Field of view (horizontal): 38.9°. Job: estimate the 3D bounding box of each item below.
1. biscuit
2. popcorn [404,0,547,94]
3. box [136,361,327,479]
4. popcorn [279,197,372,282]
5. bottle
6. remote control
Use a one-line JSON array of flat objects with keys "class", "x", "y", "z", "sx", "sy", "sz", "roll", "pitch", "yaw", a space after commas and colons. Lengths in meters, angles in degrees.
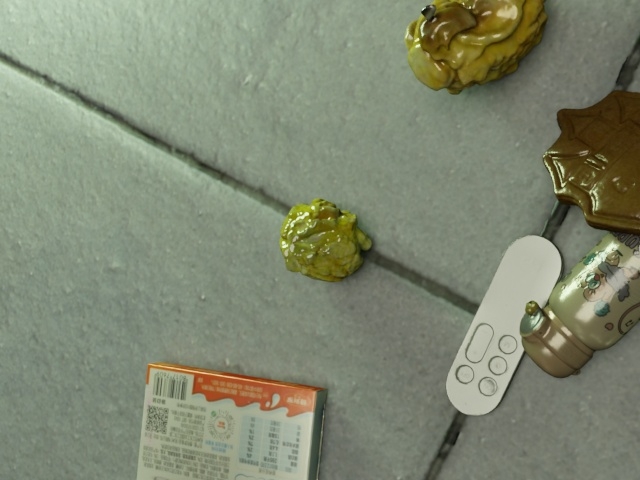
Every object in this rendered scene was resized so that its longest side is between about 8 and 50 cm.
[{"class": "biscuit", "x": 0.348, "y": -0.104, "z": 1.055, "sx": 0.182, "sy": 0.034, "sz": 0.215, "roll": -43, "pitch": 45, "yaw": -1}, {"class": "popcorn", "x": 0.192, "y": -0.259, "z": 1.126, "sx": 0.140, "sy": 0.163, "sz": 0.194, "roll": 44, "pitch": 72, "yaw": 1}, {"class": "box", "x": -0.133, "y": 0.319, "z": 1.273, "sx": 0.273, "sy": 0.048, "sz": 0.264, "roll": 6, "pitch": 89, "yaw": 22}, {"class": "popcorn", "x": 0.000, "y": 0.000, "z": 1.205, "sx": 0.116, "sy": 0.106, "sz": 0.120, "roll": -33, "pitch": 75, "yaw": 28}, {"class": "bottle", "x": 0.323, "y": 0.067, "z": 1.062, "sx": 0.110, "sy": 0.097, "sz": 0.209, "roll": 37, "pitch": 103, "yaw": -20}, {"class": "remote control", "x": 0.231, "y": 0.108, "z": 1.144, "sx": 0.077, "sy": 0.022, "sz": 0.245, "roll": 27, "pitch": 98, "yaw": 20}]
